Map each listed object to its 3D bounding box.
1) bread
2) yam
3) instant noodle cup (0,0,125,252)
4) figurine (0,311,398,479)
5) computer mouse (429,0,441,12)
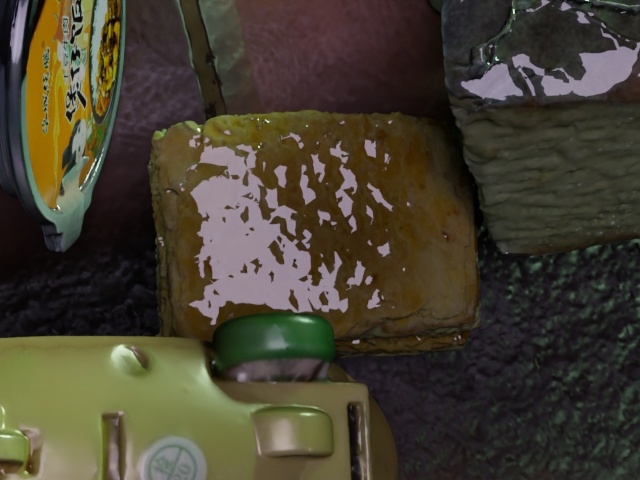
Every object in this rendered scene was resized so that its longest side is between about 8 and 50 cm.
[{"bbox_3d":[0.000,0.000,0.685,0.196,0.102,0.138,0,84,-12],"label":"bread"},{"bbox_3d":[0.211,-0.114,0.663,0.271,0.202,0.201,-4,56,10],"label":"yam"},{"bbox_3d":[-0.188,-0.103,0.641,0.125,0.177,0.208,7,92,4],"label":"instant noodle cup"},{"bbox_3d":[-0.111,0.113,0.595,0.324,0.222,0.124,3,75,-23],"label":"figurine"},{"bbox_3d":[0.103,-0.229,0.763,0.089,0.056,0.182,-5,82,-15],"label":"computer mouse"}]
